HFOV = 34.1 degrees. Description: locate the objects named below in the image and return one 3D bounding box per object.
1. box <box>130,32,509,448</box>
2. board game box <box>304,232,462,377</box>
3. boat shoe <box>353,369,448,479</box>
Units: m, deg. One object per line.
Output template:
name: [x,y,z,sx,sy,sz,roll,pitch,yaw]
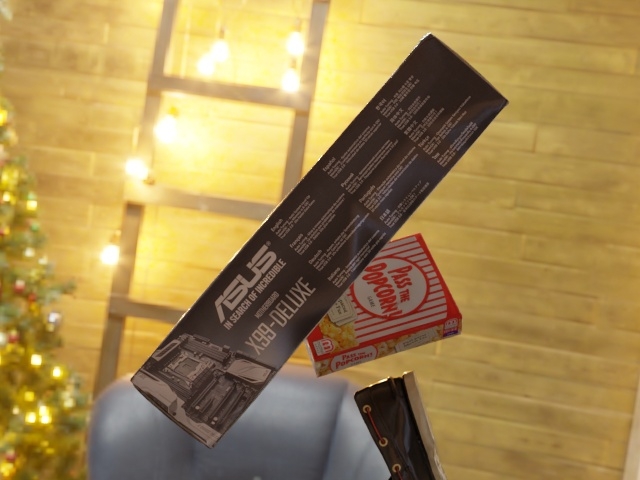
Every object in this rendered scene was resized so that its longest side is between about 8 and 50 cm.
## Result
box: [0.000,0.000,0.796,0.076,0.307,0.242,41,2,0]
board game box: [0.064,0.080,1.329,0.193,0.045,0.147,-16,51,-9]
boat shoe: [0.056,0.144,0.612,0.042,0.133,0.049,-19,2,5]
